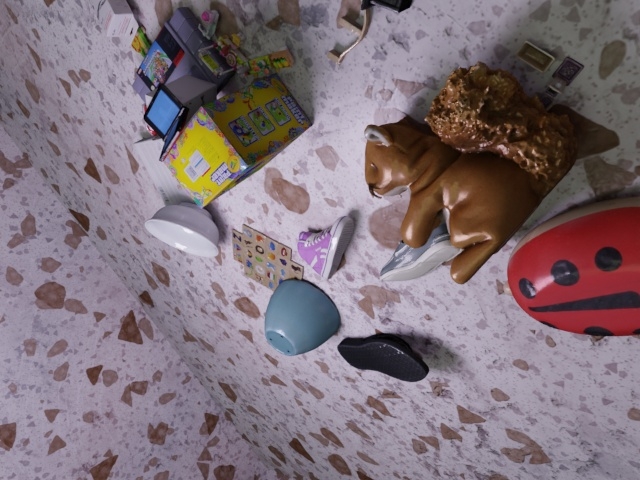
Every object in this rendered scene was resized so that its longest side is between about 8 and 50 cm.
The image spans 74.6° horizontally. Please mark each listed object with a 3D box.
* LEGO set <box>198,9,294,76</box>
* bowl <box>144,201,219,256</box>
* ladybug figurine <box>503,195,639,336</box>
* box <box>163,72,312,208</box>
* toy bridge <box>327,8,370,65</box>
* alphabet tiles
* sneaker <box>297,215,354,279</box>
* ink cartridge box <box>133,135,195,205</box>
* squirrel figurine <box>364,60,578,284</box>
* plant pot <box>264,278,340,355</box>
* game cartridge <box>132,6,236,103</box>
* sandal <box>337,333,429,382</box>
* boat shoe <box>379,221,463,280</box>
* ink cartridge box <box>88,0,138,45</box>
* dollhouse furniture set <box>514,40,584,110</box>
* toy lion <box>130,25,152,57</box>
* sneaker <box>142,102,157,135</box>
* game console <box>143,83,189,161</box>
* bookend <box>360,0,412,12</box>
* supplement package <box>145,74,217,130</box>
[{"bbox_3d":[-0.215,-0.481,1.102,0.287,0.107,0.132,34,138,13],"label":"LEGO set"},{"bbox_3d":[-0.518,-0.058,1.648,0.298,0.133,0.297,15,157,6],"label":"bowl"},{"bbox_3d":[0.587,0.078,0.855,0.450,0.162,0.305,-26,105,48],"label":"ladybug figurine"},{"bbox_3d":[-0.230,-0.271,1.157,0.177,0.279,0.290,53,140,-9],"label":"box"},{"bbox_3d":[0.072,-0.473,0.931,0.063,0.026,0.188,36,139,8],"label":"toy bridge"},{"bbox_3d":[-0.213,0.087,1.649,0.343,0.011,0.284,27,136,21],"label":"alphabet tiles"},{"bbox_3d":[-0.001,0.001,1.333,0.161,0.102,0.282,37,139,14],"label":"sneaker"},{"bbox_3d":[-0.568,-0.269,1.613,0.239,0.060,0.274,0,122,34],"label":"ink cartridge box"},{"bbox_3d":[0.279,-0.170,0.875,0.370,0.281,0.396,43,131,20],"label":"squirrel figurine"},{"bbox_3d":[-0.098,0.319,1.593,0.291,0.195,0.290,21,136,22],"label":"plant pot"},{"bbox_3d":[-0.433,-0.494,1.283,0.355,0.068,0.230,-30,106,42],"label":"game cartridge"},{"bbox_3d":[0.215,0.388,1.489,0.167,0.107,0.446,55,151,-13],"label":"sandal"},{"bbox_3d":[0.266,0.035,1.166,0.319,0.117,0.098,136,133,-56],"label":"boat shoe"},{"bbox_3d":[-0.634,-0.700,1.277,0.104,0.060,0.180,-27,90,48],"label":"ink cartridge box"},{"bbox_3d":[0.393,-0.297,0.767,0.114,0.081,0.091,38,139,9],"label":"dollhouse furniture set"},{"bbox_3d":[-0.577,-0.630,1.343,0.096,0.034,0.100,-6,119,50],"label":"toy lion"},{"bbox_3d":[-0.601,-0.432,1.516,0.067,0.042,0.118,20,132,31],"label":"sneaker"},{"bbox_3d":[-0.402,-0.295,1.064,0.085,0.124,0.144,24,140,-29],"label":"game console"},{"bbox_3d":[0.173,-0.499,0.789,0.156,0.072,0.157,31,138,16],"label":"bookend"},{"bbox_3d":[-0.380,-0.373,1.170,0.105,0.179,0.105,21,133,11],"label":"supplement package"}]
